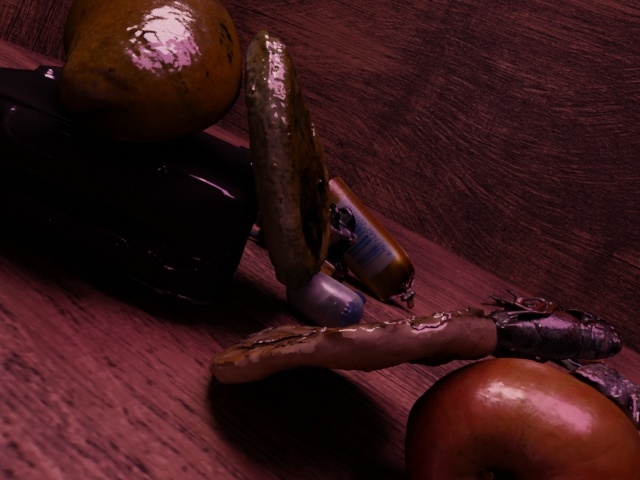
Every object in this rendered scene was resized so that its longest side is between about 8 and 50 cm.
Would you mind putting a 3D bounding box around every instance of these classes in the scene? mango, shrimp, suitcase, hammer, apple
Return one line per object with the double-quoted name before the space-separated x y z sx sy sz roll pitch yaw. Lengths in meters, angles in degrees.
"mango" -0.173 -0.203 0.538 0.329 0.177 0.175 -123 -170 -57
"shrimp" 0.435 0.203 1.062 0.373 0.171 0.137 9 27 12
"suitcase" -0.240 -0.081 0.612 0.345 0.188 0.339 25 13 -7
"hammer" 0.030 0.094 0.772 0.116 0.069 0.194 30 6 24
"apple" 0.166 0.181 0.396 0.199 0.199 0.199 26 11 -5

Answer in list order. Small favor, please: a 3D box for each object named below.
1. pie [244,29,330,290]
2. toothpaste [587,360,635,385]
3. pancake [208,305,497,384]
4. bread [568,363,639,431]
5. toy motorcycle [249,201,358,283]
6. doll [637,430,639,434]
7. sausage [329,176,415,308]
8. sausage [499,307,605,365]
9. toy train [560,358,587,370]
"pie" -0.034 -0.084 0.627 0.071 0.322 0.323 -8 9 6
"toothpaste" 0.631 0.350 0.928 0.071 0.089 0.313 15 16 -33
"pancake" 0.034 0.097 0.467 0.283 0.048 0.282 -4 -11 -1
"bread" 0.574 0.345 0.753 0.417 0.113 0.165 36 16 36
"toy motorcycle" -0.044 -0.031 0.934 0.263 0.157 0.091 36 11 31
"doll" 0.317 0.255 0.551 0.257 0.117 0.182 33 7 39
"sausage" 0.094 0.014 1.041 0.317 0.117 0.125 48 34 0
"sausage" 0.587 0.253 1.274 0.289 0.086 0.086 28 11 -1
"toy train" 0.647 0.334 1.132 0.234 0.051 0.052 29 10 30
